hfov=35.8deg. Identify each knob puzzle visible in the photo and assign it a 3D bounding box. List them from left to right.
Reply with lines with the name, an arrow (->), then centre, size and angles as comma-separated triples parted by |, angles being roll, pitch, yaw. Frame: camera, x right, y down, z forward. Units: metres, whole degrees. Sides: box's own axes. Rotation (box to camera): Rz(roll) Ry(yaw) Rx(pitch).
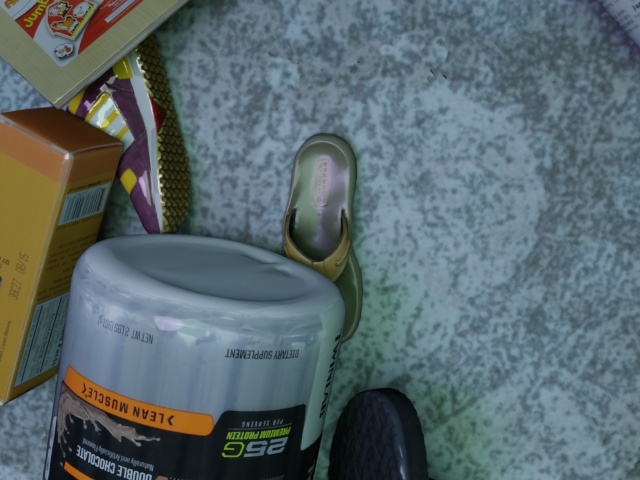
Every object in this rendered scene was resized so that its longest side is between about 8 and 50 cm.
knob puzzle -> -0.201, -0.213, 0.812 | 0.213, 0.030, 0.213 | -5, 66, 11

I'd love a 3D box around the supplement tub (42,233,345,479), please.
supplement tub -> -0.109, 0.178, 0.769 | 0.207, 0.207, 0.338 | 11, 103, 4

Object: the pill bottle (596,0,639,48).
pill bottle -> 0.235, -0.253, 0.745 | 0.131, 0.131, 0.229 | -42, 91, 7

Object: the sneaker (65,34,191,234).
sneaker -> -0.166, -0.088, 0.833 | 0.084, 0.069, 0.185 | -11, 88, 14

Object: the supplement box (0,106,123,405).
supplement box -> -0.239, 0.013, 0.808 | 0.078, 0.080, 0.233 | 28, 110, 15

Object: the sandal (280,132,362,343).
sandal -> 0.000, 0.000, 0.830 | 0.072, 0.049, 0.180 | 2, 96, 5

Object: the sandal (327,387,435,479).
sandal -> 0.076, 0.326, 0.821 | 0.107, 0.167, 0.445 | -7, 103, -20
